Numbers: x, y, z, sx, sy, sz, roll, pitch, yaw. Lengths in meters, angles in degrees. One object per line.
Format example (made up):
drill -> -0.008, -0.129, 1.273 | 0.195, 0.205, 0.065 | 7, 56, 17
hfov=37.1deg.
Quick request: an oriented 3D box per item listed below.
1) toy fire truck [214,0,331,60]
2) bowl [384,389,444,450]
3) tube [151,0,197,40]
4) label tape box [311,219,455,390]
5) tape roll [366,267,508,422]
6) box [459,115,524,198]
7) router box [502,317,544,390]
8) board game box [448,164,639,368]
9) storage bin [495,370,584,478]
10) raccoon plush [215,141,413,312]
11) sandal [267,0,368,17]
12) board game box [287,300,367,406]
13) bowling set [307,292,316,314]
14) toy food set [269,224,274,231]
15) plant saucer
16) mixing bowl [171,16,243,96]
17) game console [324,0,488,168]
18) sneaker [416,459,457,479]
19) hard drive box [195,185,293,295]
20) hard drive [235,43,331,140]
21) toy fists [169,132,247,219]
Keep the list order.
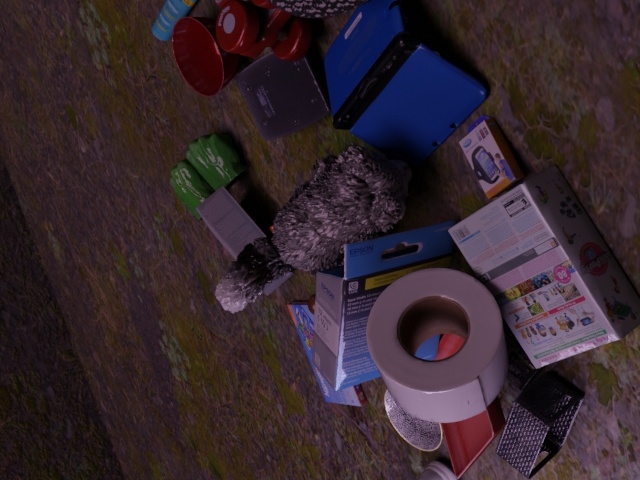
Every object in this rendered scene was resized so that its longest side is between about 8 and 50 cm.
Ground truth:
toy fire truck -> -0.100, -0.505, 1.828 | 0.302, 0.169, 0.254 | -45, 58, 41
bowl -> 0.230, 0.375, 2.123 | 0.170, 0.080, 0.170 | 31, 137, 35
tube -> -0.328, -0.542, 2.196 | 0.080, 0.052, 0.207 | 48, 138, 1
label tape box -> 0.121, 0.108, 1.901 | 0.115, 0.249, 0.347 | 45, 141, 48
tape roll -> 0.219, 0.194, 1.757 | 0.246, 0.246, 0.169 | 38, 166, 29
box -> 0.297, -0.151, 1.684 | 0.081, 0.028, 0.136 | -43, 70, 53
router box -> 0.378, 0.221, 1.860 | 0.122, 0.038, 0.092 | 47, 142, 19
board game box -> 0.393, 0.052, 1.670 | 0.303, 0.097, 0.224 | 59, 147, 4
storage bin -> 0.419, 0.355, 1.832 | 0.084, 0.122, 0.180 | 37, 139, 30
raccoon plush -> 0.000, 0.000, 1.842 | 0.216, 0.446, 0.299 | 39, 175, -3
sandal -> 0.091, -0.486, 1.584 | 0.446, 0.107, 0.167 | -9, 111, 26
board game box -> 0.016, 0.280, 2.371 | 0.145, 0.027, 0.281 | -5, 110, 51
bowling set -> 0.076, 0.175, 2.150 | 0.200, 0.154, 0.287 | 61, 152, 33
toy food set -> -0.014, -0.028, 2.108 | 0.104, 0.111, 0.232 | 60, 148, -1
plant saucer -> 0.295, 0.315, 1.922 | 0.258, 0.048, 0.259 | 106, 156, -57
mixing bowl -> -0.236, -0.421, 2.117 | 0.181, 0.098, 0.181 | 32, 137, 35
game console -> 0.149, -0.312, 1.773 | 0.293, 0.173, 0.250 | 134, 134, -54
sneaker -> 0.242, 0.655, 2.250 | 0.114, 0.152, 0.305 | 27, 135, 36
hard drive box -> -0.182, 0.004, 2.301 | 0.232, 0.089, 0.181 | 49, 174, 16
hard drive -> -0.071, -0.317, 2.022 | 0.255, 0.054, 0.172 | -15, 103, 54
toy fists -> -0.283, -0.169, 2.367 | 0.142, 0.096, 0.279 | 48, 143, 0
